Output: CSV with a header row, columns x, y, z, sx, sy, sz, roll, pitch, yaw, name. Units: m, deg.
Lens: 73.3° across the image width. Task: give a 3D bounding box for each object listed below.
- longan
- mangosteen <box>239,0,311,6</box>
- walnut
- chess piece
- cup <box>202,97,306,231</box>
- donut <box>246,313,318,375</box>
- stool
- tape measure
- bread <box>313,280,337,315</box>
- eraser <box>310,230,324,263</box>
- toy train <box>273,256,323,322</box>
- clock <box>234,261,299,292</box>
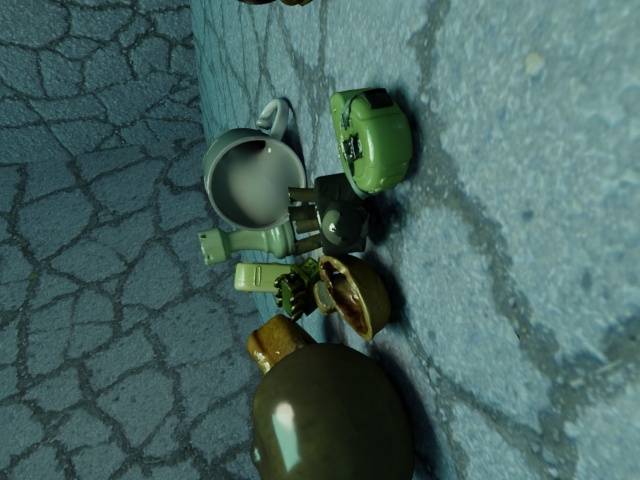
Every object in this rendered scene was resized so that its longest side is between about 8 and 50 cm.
x,y,z,sx,sy,sz,roll,pitch,yaw,name
0.017,0.394,0.883,0.361,0.361,0.360,166,90,-73,longan
-0.081,-0.500,0.710,0.266,0.228,0.228,37,160,-2,mangosteen
0.080,0.101,0.850,0.211,0.087,0.167,44,150,52,walnut
-0.254,-0.005,1.464,0.195,0.299,0.194,166,90,-73,chess piece
-0.186,-0.234,1.224,0.356,0.260,0.274,-67,27,11,cup
-0.066,0.355,1.237,0.299,0.150,0.317,46,176,22,donut
0.013,-0.050,0.782,0.228,0.140,0.153,70,-168,-80,stool
0.076,-0.150,0.661,0.154,0.088,0.177,-161,56,-70,tape measure
0.021,0.143,1.094,0.070,0.077,0.083,116,136,-60,bread
0.000,0.000,1.134,0.104,0.023,0.150,-160,58,-70,eraser
-0.051,0.135,1.176,0.090,0.137,0.225,44,155,22,toy train
-0.164,0.122,1.420,0.308,0.235,0.096,159,113,-77,clock
